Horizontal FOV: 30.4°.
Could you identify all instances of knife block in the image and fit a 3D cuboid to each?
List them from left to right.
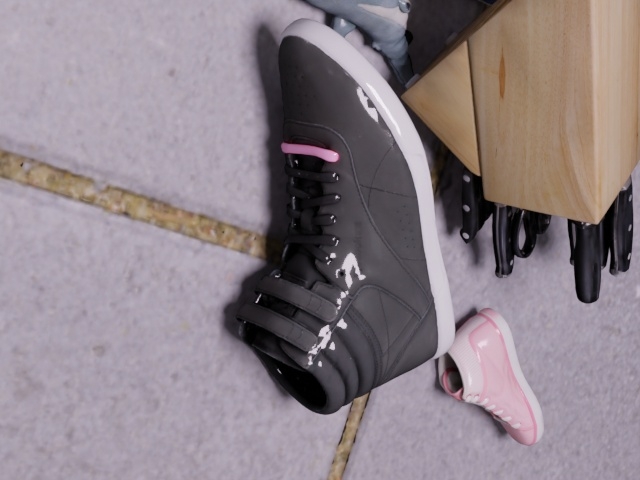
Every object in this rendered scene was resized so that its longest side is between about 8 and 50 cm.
[{"bbox_3d":[0.194,-0.075,0.871,0.242,0.275,0.088,44,54,-6],"label":"knife block"}]

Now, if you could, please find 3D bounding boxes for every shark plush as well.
[{"bbox_3d":[0.025,-0.170,0.867,0.067,0.073,0.161,-42,144,2],"label":"shark plush"}]

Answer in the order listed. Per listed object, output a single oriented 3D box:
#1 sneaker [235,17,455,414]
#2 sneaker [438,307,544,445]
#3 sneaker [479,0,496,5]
[{"bbox_3d":[0.000,0.000,0.836,0.147,0.104,0.296,-36,123,-29],"label":"sneaker"},{"bbox_3d":[0.140,0.129,0.999,0.070,0.051,0.134,-32,114,-23],"label":"sneaker"},{"bbox_3d":[0.185,-0.327,0.842,0.127,0.182,0.315,-15,109,-33],"label":"sneaker"}]
